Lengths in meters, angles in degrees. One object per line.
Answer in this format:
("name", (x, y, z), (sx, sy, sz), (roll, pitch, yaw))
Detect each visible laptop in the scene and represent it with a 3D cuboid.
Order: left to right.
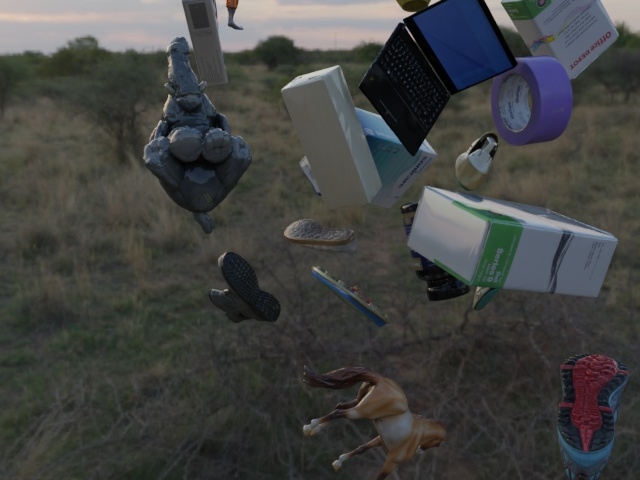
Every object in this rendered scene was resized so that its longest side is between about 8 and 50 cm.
("laptop", (0.243, -0.333, 1.426), (0.137, 0.264, 0.234), (18, -19, 46))

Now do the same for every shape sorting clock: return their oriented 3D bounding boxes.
("shape sorting clock", (0.067, 0.116, 1.529), (0.206, 0.040, 0.206), (38, -6, 5))

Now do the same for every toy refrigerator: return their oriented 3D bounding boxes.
("toy refrigerator", (0.028, -0.205, 1.432), (0.102, 0.269, 0.094), (-8, 27, 31))

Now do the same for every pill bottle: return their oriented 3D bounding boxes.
("pill bottle", (0.257, 0.016, 1.549), (0.123, 0.219, 0.123), (-14, 2, 0))

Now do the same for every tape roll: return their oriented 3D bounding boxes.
("tape roll", (0.454, -0.303, 1.535), (0.080, 0.188, 0.189), (-10, 16, -18))

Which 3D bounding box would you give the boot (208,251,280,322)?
("boot", (-0.225, 0.132, 1.776), (0.161, 0.246, 0.083), (-7, 44, 34))

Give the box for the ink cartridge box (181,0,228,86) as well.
("ink cartridge box", (-0.263, -0.528, 1.549), (0.066, 0.261, 0.296), (-9, -22, -5))

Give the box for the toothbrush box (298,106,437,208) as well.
("toothbrush box", (0.130, -0.214, 1.878), (0.296, 0.216, 0.126), (7, 43, -43))

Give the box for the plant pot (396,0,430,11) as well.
("plant pot", (0.239, -0.643, 1.809), (0.134, 0.095, 0.134), (-3, -8, 0))

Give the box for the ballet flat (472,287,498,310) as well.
("ballet flat", (0.412, 0.100, 1.709), (0.057, 0.168, 0.052), (-6, 50, -41))

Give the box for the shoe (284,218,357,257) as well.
("shoe", (0.000, 0.000, 1.639), (0.219, 0.058, 0.076), (11, 47, 45))

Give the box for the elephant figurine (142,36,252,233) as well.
("elephant figurine", (-0.207, -0.173, 1.143), (0.169, 0.186, 0.239), (31, 23, -40))

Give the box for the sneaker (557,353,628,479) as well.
("sneaker", (0.431, 0.286, 1.150), (0.104, 0.125, 0.262), (9, 30, 27))

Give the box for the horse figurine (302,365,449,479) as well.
("horse figurine", (0.078, 0.263, 1.017), (0.175, 0.263, 0.066), (-32, 31, -1))

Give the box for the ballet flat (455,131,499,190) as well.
("ballet flat", (0.371, -0.196, 1.656), (0.080, 0.073, 0.232), (38, 37, -3))

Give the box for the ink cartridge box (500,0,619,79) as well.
("ink cartridge box", (0.668, -0.616, 1.971), (0.201, 0.278, 0.117), (-42, 23, -3))

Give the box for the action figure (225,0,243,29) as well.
("action figure", (-0.275, -0.801, 2.106), (0.341, 0.330, 0.179), (32, 35, 31))

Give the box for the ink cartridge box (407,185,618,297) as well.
("ink cartridge box", (0.338, 0.004, 1.256), (0.289, 0.121, 0.211), (7, 15, -26))
